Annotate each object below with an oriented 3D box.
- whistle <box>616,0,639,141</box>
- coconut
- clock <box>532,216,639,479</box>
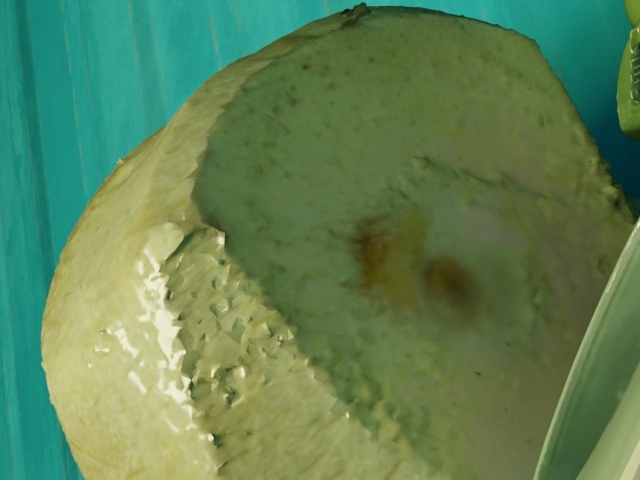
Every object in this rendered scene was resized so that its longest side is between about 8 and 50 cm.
[{"bbox_3d":[0.221,-0.098,1.047,0.105,0.085,0.227,155,118,-65],"label":"whistle"},{"bbox_3d":[0.012,0.076,1.143,0.404,0.405,0.404,-176,90,-67],"label":"coconut"},{"bbox_3d":[0.187,0.053,0.826,0.324,0.109,0.265,-55,-13,-76],"label":"clock"}]
